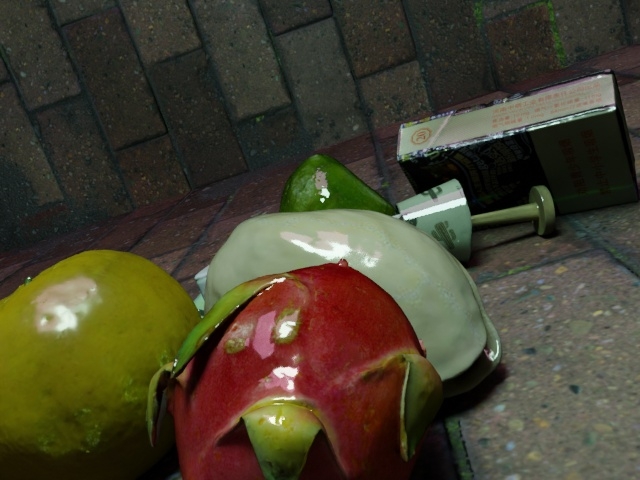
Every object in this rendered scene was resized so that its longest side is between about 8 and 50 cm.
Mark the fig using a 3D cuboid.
[{"bbox_3d":[0.000,0.000,1.075,0.235,0.203,0.203,-53,16,3],"label":"fig"}]

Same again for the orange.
[{"bbox_3d":[-0.255,0.143,0.733,0.279,0.235,0.279,-32,9,6],"label":"orange"}]

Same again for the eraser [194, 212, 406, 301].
[{"bbox_3d":[-0.013,0.061,0.912,0.287,0.130,0.086,-15,13,19],"label":"eraser"}]

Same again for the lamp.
[{"bbox_3d":[0.218,-0.031,0.977,0.214,0.121,0.121,-10,15,1],"label":"lamp"}]

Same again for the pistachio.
[{"bbox_3d":[0.024,0.069,0.713,0.331,0.208,0.226,9,57,24],"label":"pistachio"}]

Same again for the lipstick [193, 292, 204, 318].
[{"bbox_3d":[-0.147,0.085,1.102,0.076,0.076,0.304,-16,16,14],"label":"lipstick"}]

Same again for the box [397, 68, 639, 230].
[{"bbox_3d":[0.293,-0.116,1.016,0.310,0.198,0.084,-11,49,27],"label":"box"}]

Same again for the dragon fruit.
[{"bbox_3d":[-0.018,0.133,0.521,0.224,0.224,0.227,-7,34,40],"label":"dragon fruit"}]
